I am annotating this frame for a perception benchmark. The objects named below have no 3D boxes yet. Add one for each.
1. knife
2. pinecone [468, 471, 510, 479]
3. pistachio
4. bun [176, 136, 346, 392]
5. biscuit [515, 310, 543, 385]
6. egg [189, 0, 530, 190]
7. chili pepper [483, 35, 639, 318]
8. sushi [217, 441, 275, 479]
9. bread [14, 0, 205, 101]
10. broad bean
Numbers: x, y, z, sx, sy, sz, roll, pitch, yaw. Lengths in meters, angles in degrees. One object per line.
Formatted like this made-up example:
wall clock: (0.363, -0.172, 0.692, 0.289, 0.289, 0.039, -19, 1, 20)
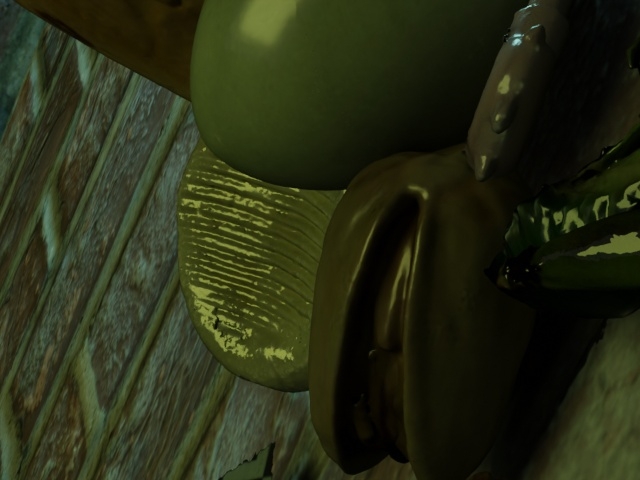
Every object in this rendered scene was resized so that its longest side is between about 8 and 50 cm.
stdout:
knife: (0.152, -0.177, 0.957, 0.132, 0.038, 0.398, 99, -166, -53)
pinecone: (0.094, 0.179, 0.903, 0.109, 0.102, 0.102, 36, 109, 40)
pistachio: (0.062, 0.044, 1.003, 0.129, 0.131, 0.206, 18, 106, 33)
bun: (0.000, 0.000, 1.222, 0.231, 0.133, 0.231, -7, 81, 46)
biscuit: (0.115, 0.053, 1.044, 0.092, 0.016, 0.082, -120, 43, -55)
egg: (0.032, -0.133, 1.053, 0.253, 0.186, 0.186, -35, 27, 4)
chili pepper: (0.183, -0.065, 0.865, 0.264, 0.116, 0.148, -63, 33, 24)
sushi: (-0.104, 0.367, 1.309, 0.320, 0.069, 0.339, -39, 37, 43)
bread: (-0.048, -0.281, 1.268, 0.361, 0.394, 0.250, -53, 12, 49)
broad bean: (0.191, 0.008, 0.738, 0.297, 0.043, 0.060, 7, 72, 49)
